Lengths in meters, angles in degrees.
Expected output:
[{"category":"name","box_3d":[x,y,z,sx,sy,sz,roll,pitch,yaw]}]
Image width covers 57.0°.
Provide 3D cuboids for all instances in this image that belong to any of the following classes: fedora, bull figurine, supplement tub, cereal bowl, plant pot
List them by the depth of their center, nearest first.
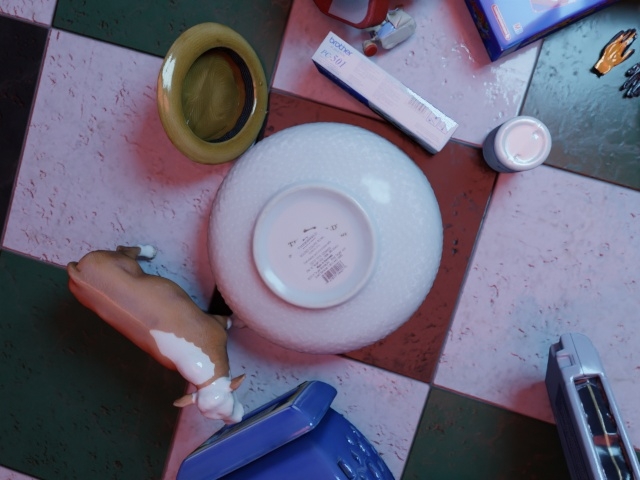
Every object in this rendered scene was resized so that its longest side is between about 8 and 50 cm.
[{"category":"supplement tub","box_3d":[0.258,-0.125,0.781,0.071,0.107,0.070,1,95,7]},{"category":"plant pot","box_3d":[-0.045,0.331,0.799,0.236,0.236,0.212,-30,84,8]},{"category":"cereal bowl","box_3d":[0.000,0.000,0.808,0.339,0.141,0.338,0,94,7]},{"category":"bull figurine","box_3d":[-0.203,0.116,0.816,0.310,0.188,0.101,41,99,2]},{"category":"fedora","box_3d":[-0.161,-0.201,0.819,0.079,0.194,0.194,8,97,43]}]

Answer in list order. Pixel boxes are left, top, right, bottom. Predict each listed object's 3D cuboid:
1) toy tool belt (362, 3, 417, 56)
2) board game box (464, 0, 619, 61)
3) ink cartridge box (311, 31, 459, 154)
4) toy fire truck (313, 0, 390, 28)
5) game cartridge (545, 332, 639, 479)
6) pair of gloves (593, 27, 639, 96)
[{"category":"toy tool belt","box_3d":[0.089,-0.295,0.822,0.083,0.052,0.051,-30,59,5]},{"category":"board game box","box_3d":[0.268,-0.449,0.767,0.234,0.078,0.346,-24,91,9]},{"category":"ink cartridge box","box_3d":[0.088,-0.195,0.801,0.207,0.097,0.046,37,98,2]},{"category":"toy fire truck","box_3d":[0.034,-0.441,0.734,0.254,0.169,0.302,38,135,33]},{"category":"game cartridge","box_3d":[0.340,0.282,0.715,0.060,0.196,0.294,-10,57,7]},{"category":"pair of gloves","box_3d":[0.422,-0.241,0.801,0.083,0.010,0.074,40,97,-1]}]
